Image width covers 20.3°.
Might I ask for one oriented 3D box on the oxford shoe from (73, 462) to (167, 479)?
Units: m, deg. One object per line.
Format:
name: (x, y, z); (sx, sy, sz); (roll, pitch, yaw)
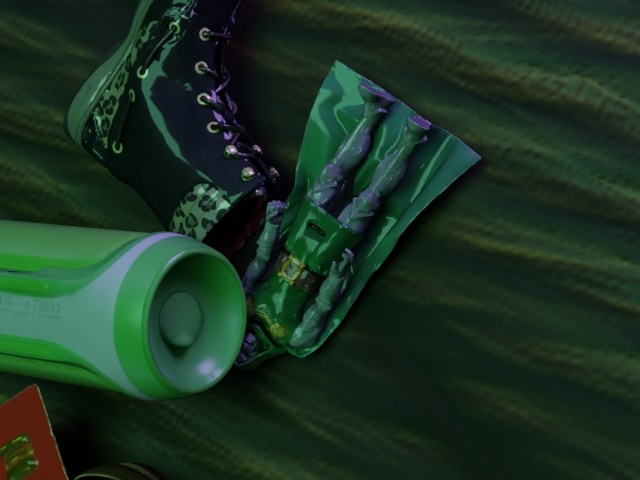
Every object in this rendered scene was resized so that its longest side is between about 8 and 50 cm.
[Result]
oxford shoe: (-0.101, 0.228, 1.317); (0.212, 0.076, 0.076); (23, 92, 29)

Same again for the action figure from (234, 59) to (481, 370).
action figure: (0.000, 0.000, 1.308); (0.137, 0.063, 0.232); (37, 104, 26)

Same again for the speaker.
speaker: (-0.199, 0.047, 1.354); (0.296, 0.131, 0.131); (5, 84, 40)

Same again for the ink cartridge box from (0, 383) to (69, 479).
ink cartridge box: (-0.282, 0.343, 1.359); (0.308, 0.091, 0.385); (-32, 69, 35)

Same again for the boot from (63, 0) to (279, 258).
boot: (-0.077, -0.111, 1.356); (0.236, 0.085, 0.178); (-50, 64, 21)
